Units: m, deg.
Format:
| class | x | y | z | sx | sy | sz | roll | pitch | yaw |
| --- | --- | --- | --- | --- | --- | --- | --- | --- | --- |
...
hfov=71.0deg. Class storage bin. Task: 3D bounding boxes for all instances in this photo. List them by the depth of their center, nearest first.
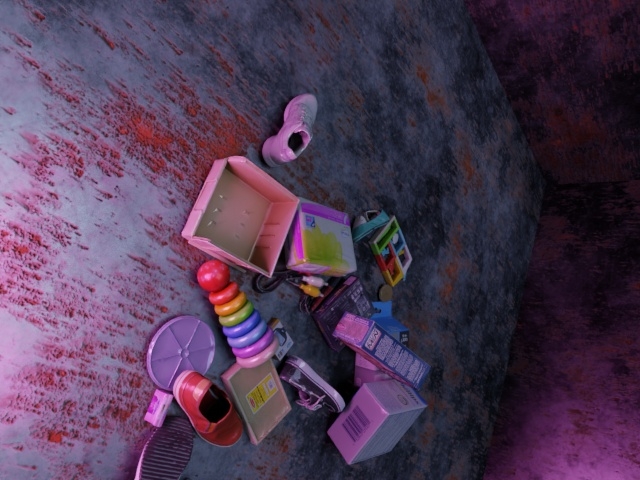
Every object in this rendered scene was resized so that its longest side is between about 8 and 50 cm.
| class | x | y | z | sx | sy | sz | roll | pitch | yaw |
| --- | --- | --- | --- | --- | --- | --- | --- | --- | --- |
| storage bin | -0.224 | -0.067 | 1.297 | 0.260 | 0.123 | 0.262 | 36 | 66 | -42 |

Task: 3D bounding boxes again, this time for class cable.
| class | x | y | z | sx | sy | sz | roll | pitch | yaw |
| --- | --- | --- | --- | --- | --- | --- | --- | --- | --- |
| cable | -0.089 | 0.116 | 1.487 | 0.287 | 0.072 | 0.139 | 10 | 79 | -47 |

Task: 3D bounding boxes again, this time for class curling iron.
| class | x | y | z | sx | sy | sz | roll | pitch | yaw |
| --- | --- | --- | --- | --- | --- | --- | --- | --- | --- |
| curling iron | 0.019 | 0.171 | 1.631 | 0.274 | 0.035 | 0.068 | -37 | 118 | -40 |

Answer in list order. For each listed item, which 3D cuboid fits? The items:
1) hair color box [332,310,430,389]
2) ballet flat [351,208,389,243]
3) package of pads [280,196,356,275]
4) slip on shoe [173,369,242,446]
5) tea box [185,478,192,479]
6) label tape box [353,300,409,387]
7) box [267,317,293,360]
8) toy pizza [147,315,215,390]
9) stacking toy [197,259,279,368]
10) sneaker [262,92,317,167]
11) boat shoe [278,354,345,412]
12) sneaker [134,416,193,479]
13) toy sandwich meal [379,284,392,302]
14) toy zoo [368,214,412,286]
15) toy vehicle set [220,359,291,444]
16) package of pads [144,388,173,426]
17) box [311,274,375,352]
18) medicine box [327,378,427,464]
| class | x | y | z | sx | sy | sz | roll | pitch | yaw |
| --- | --- | --- | --- | --- | --- | --- | --- | --- | --- |
| hair color box | 0.224 | 0.401 | 1.628 | 0.347 | 0.174 | 0.105 | 41 | 72 | -28 |
| ballet flat | 0.181 | -0.066 | 1.779 | 0.247 | 0.083 | 0.087 | -28 | 88 | -43 |
| package of pads | 0.000 | 0.000 | 1.504 | 0.296 | 0.101 | 0.229 | 13 | 64 | -50 |
| slip on shoe | -0.289 | 0.480 | 1.242 | 0.123 | 0.101 | 0.331 | -55 | 141 | -37 |
| tea box | -0.309 | 0.884 | 1.170 | 0.329 | 0.220 | 0.323 | -50 | 125 | -33 |
| label tape box | 0.258 | 0.425 | 1.848 | 0.241 | 0.106 | 0.333 | 4 | 89 | -47 |
| box | -0.140 | 0.330 | 1.472 | 0.081 | 0.028 | 0.136 | -50 | 123 | -34 |
| toy pizza | -0.376 | 0.302 | 1.214 | 0.201 | 0.032 | 0.201 | -4 | 96 | -46 |
| stacking toy | -0.250 | 0.202 | 1.293 | 0.141 | 0.141 | 0.330 | -42 | 113 | -38 |
| sneaker | -0.062 | -0.357 | 1.440 | 0.114 | 0.152 | 0.305 | 44 | 59 | -36 |
| boat shoe | -0.030 | 0.521 | 1.536 | 0.306 | 0.113 | 0.105 | 54 | 56 | -31 |
| sneaker | -0.423 | 0.619 | 1.131 | 0.122 | 0.146 | 0.330 | 26 | 47 | -18 |
| toy sandwich meal | 0.276 | 0.225 | 1.918 | 0.086 | 0.029 | 0.085 | -5 | 99 | -36 |
| toy zoo | 0.316 | 0.063 | 1.951 | 0.192 | 0.030 | 0.293 | -47 | 123 | -35 |
| toy vehicle set | -0.196 | 0.482 | 1.411 | 0.166 | 0.035 | 0.266 | -35 | 116 | -40 |
| package of pads | -0.418 | 0.432 | 1.159 | 0.032 | 0.050 | 0.083 | 37 | 65 | -47 |
| box | 0.091 | 0.271 | 1.676 | 0.233 | 0.059 | 0.183 | -42 | 120 | -27 |
| medicine box | 0.219 | 0.677 | 1.703 | 0.289 | 0.149 | 0.263 | 13 | 115 | -48 |
